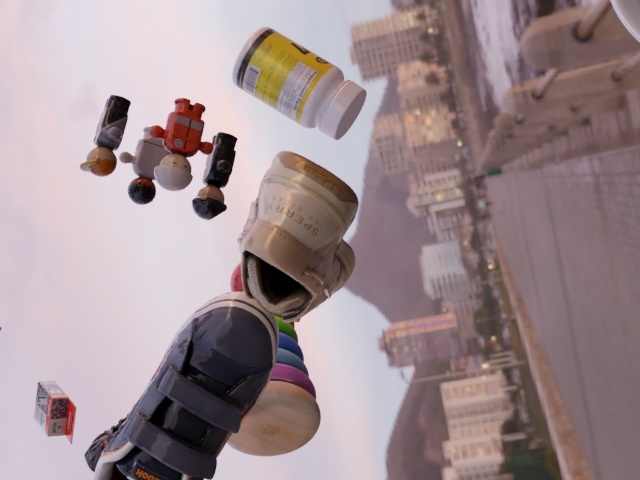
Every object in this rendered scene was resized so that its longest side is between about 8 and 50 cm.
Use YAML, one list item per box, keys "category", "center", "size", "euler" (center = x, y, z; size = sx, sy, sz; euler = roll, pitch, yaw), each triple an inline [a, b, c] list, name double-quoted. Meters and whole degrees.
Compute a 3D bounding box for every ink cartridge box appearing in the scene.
- category: "ink cartridge box"
  center: [-0.406, 0.263, 1.372]
  size: [0.115, 0.029, 0.063]
  euler: [21, 105, 55]

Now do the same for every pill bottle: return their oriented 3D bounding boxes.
- category: "pill bottle"
  center: [-0.035, -0.264, 1.527]
  size: [0.119, 0.208, 0.119]
  euler: [-55, -10, -15]

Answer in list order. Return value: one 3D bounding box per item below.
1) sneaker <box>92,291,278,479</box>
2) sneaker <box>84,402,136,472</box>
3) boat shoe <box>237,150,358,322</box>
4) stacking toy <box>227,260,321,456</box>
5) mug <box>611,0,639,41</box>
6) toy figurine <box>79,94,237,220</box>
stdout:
- category: "sneaker"
  center: [-0.154, 0.207, 1.018]
  size: [0.126, 0.321, 0.127]
  euler: [31, -155, -8]
- category: "sneaker"
  center: [-0.267, 0.296, 1.289]
  size: [0.107, 0.124, 0.283]
  euler: [-139, 66, -67]
- category: "boat shoe"
  center: [-0.038, 0.021, 0.922]
  size: [0.110, 0.121, 0.341]
  euler: [-60, -9, -16]
- category: "stacking toy"
  center: [-0.081, 0.148, 1.330]
  size: [0.330, 0.141, 0.141]
  euler: [-97, -10, -50]
- category: "mug"
  center: [0.572, -0.355, 1.081]
  size: [0.328, 0.374, 0.276]
  euler: [-25, -60, -52]
- category: "toy figurine"
  center: [-0.255, -0.130, 1.457]
  size: [0.213, 0.209, 0.148]
  euler: [44, -125, -67]
